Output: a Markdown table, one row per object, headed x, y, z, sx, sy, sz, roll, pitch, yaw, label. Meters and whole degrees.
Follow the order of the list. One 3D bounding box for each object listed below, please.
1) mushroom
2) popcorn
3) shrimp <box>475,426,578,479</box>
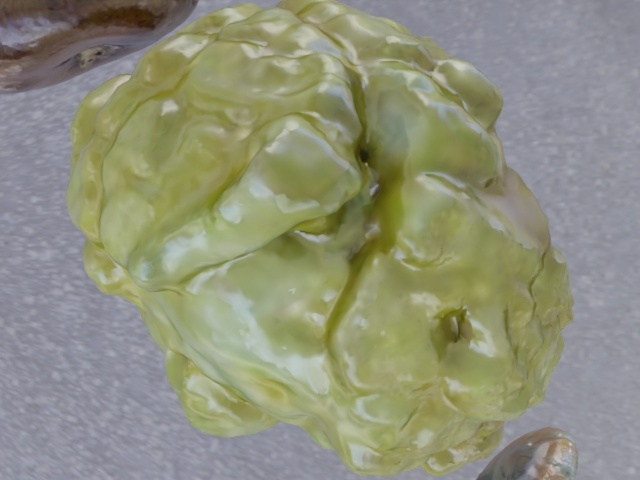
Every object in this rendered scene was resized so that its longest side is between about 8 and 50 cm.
| x | y | z | sx | sy | sz | roll | pitch | yaw | label |
| --- | --- | --- | --- | --- | --- | --- | --- | --- | --- |
| -0.271 | -0.243 | 1.405 | 0.254 | 0.267 | 0.267 | 42 | 74 | -3 | mushroom |
| 0.000 | 0.000 | 0.678 | 0.256 | 0.255 | 0.195 | 34 | 75 | 1 | popcorn |
| 0.157 | 0.278 | 1.414 | 0.059 | 0.145 | 0.254 | 43 | 69 | -21 | shrimp |
